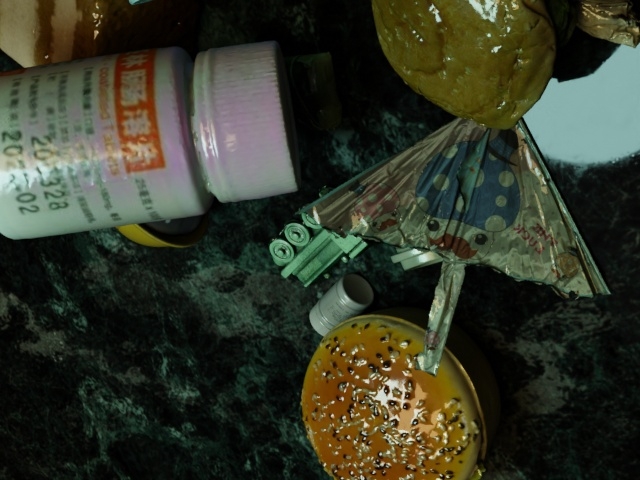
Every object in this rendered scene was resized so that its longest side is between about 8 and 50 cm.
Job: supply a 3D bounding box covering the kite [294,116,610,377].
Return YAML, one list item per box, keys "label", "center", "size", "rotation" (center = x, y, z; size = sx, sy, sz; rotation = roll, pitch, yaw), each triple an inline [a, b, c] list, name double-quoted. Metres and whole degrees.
- label: "kite"
  center: [0.172, -0.014, 1.319]
  size: [0.406, 0.014, 0.368]
  rotation: [15, 91, -5]

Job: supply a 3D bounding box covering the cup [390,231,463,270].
- label: "cup"
  center: [0.135, -0.040, 1.387]
  size: [0.120, 0.120, 0.141]
  rotation: [-19, 86, 40]

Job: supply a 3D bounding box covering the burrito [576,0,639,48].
- label: "burrito"
  center: [0.265, -0.290, 1.199]
  size: [0.229, 0.063, 0.058]
  rotation: [43, 92, 14]

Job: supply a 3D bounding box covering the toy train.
- label: "toy train"
  center: [0.000, 0.000, 1.527]
  size: [0.111, 0.071, 0.170]
  rotation: [46, 131, 0]

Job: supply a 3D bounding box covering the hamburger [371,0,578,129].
- label: "hamburger"
  center: [0.151, -0.255, 1.192]
  size: [0.265, 0.134, 0.285]
  rotation: [26, 143, 34]

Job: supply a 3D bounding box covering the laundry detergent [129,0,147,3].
- label: "laundry detergent"
  center: [-0.141, -0.468, 1.261]
  size: [0.287, 0.287, 0.305]
  rotation: [-9, 106, 38]

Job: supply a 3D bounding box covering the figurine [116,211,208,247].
- label: "figurine"
  center: [-0.219, -0.114, 1.571]
  size: [0.167, 0.192, 0.256]
  rotation: [43, 110, 51]

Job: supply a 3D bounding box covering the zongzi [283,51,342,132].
- label: "zongzi"
  center: [-0.025, -0.200, 1.462]
  size: [0.119, 0.055, 0.109]
  rotation: [7, 117, 46]

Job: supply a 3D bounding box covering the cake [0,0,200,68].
- label: "cake"
  center: [-0.343, -0.335, 1.538]
  size: [0.293, 0.199, 0.196]
  rotation: [34, 132, 24]

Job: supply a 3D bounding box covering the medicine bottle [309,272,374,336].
- label: "medicine bottle"
  center: [0.030, 0.095, 1.553]
  size: [0.058, 0.058, 0.091]
  rotation: [48, 131, 7]

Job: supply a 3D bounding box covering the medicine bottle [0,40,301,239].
- label: "medicine bottle"
  center: [-0.228, -0.130, 1.364]
  size: [0.388, 0.219, 0.219]
  rotation: [-7, 110, 4]

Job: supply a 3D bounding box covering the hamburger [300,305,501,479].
- label: "hamburger"
  center: [0.108, 0.237, 1.489]
  size: [0.300, 0.176, 0.300]
  rotation: [16, 119, 31]
